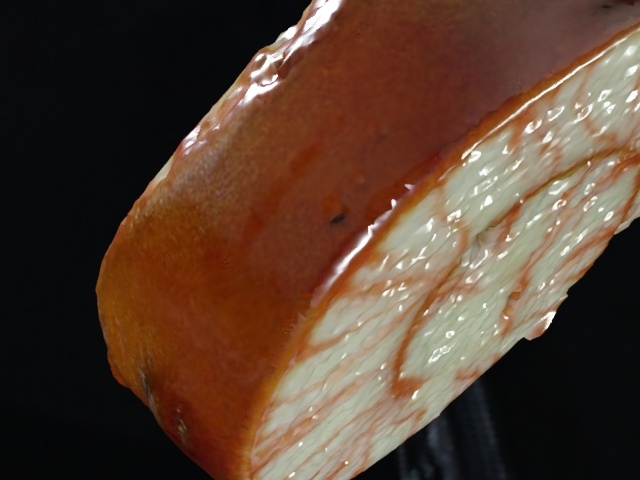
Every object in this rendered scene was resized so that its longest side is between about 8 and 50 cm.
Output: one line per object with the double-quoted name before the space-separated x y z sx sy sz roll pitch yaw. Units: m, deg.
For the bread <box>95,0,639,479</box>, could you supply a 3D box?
"bread" 0.049 -0.024 0.846 0.114 0.328 0.295 47 -178 19
